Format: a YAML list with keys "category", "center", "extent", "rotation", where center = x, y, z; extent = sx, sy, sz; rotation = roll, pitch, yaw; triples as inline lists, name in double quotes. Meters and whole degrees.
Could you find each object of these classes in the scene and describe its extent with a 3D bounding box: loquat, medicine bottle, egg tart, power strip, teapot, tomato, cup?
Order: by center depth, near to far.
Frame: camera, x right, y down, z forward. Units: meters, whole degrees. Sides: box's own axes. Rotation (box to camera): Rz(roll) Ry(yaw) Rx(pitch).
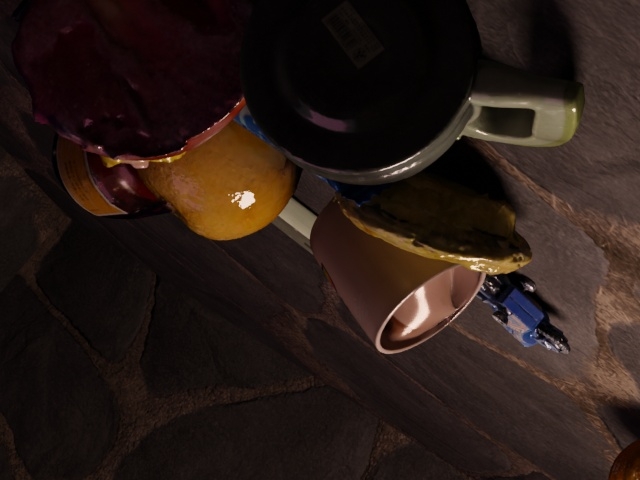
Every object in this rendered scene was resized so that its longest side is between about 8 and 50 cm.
- category: "teapot"
  center: [0.097, -0.179, 1.445]
  extent: [0.239, 0.321, 0.240]
  rotation: [28, -133, -74]
- category: "tomato"
  center: [-0.192, -0.229, 1.698]
  extent: [0.290, 0.335, 0.176]
  rotation: [53, -168, 16]
- category: "egg tart"
  center: [0.151, -0.039, 1.796]
  extent: [0.278, 0.095, 0.279]
  rotation: [18, -168, -4]
- category: "cup"
  center: [0.114, 0.033, 2.014]
  extent: [0.200, 0.191, 0.253]
  rotation: [52, -171, 26]
- category: "loquat"
  center: [-0.155, -0.131, 2.045]
  extent: [0.263, 0.263, 0.263]
  rotation: [36, 167, 10]
- category: "medicine bottle"
  center: [-0.279, -0.156, 2.382]
  extent: [0.395, 0.242, 0.242]
  rotation: [-2, 140, 51]
- category: "power strip"
  center: [0.000, 0.000, 2.535]
  extent: [0.270, 0.046, 0.118]
  rotation: [37, 170, -2]

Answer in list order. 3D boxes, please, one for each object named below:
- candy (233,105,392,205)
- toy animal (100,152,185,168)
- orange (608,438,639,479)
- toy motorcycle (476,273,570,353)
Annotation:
- category: "candy"
  center: [-0.021, -0.162, 1.777]
  extent: [0.331, 0.187, 0.077]
  rotation: [35, 143, 21]
- category: "toy animal"
  center: [-0.271, -0.181, 1.890]
  extent: [0.229, 0.156, 0.156]
  rotation: [24, 162, 34]
- category: "orange"
  center: [0.561, 0.413, 2.169]
  extent: [0.240, 0.171, 0.240]
  rotation: [35, 165, 11]
- category: "toy motorcycle"
  center: [0.287, 0.099, 2.067]
  extent: [0.205, 0.076, 0.114]
  rotation: [41, 174, -8]
